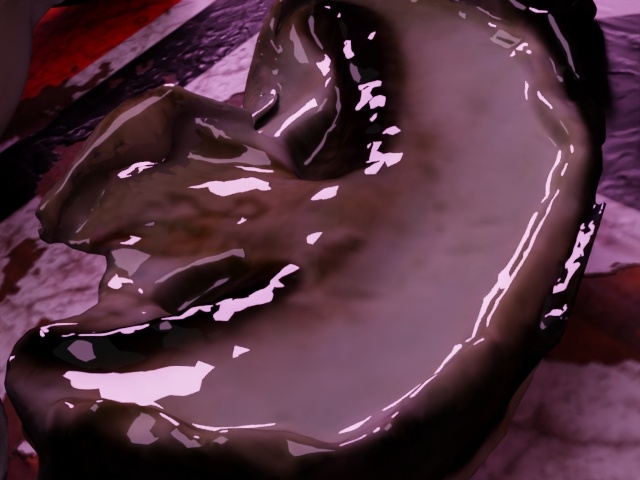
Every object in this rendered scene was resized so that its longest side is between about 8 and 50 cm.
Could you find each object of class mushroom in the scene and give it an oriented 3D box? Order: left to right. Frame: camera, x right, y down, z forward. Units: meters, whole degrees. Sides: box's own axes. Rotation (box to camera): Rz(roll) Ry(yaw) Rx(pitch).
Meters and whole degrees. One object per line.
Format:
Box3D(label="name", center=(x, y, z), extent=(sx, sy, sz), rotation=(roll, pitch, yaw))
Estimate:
Box3D(label="mushroom", center=(0.000, 0.001, 0.513), extent=(0.248, 0.130, 0.344), rotation=(8, 47, 9))

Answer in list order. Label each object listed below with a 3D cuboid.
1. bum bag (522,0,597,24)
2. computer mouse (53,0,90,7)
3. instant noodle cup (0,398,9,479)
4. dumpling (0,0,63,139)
Box3D(label="bum bag", center=(0.046, -0.197, 0.754), extent=(0.310, 0.137, 0.074), rotation=(22, 101, 43))
Box3D(label="computer mouse", center=(-0.265, -0.238, 0.916), extent=(0.295, 0.087, 0.168), rotation=(-11, -4, -6))
Box3D(label="instant noodle cup", center=(-0.267, 0.098, 0.564), extent=(0.185, 0.168, 0.168), rotation=(13, 52, 28))
Box3D(label="dumpling", center=(-0.313, -0.120, 0.769), extent=(0.320, 0.212, 0.270), rotation=(-56, 37, 25))
